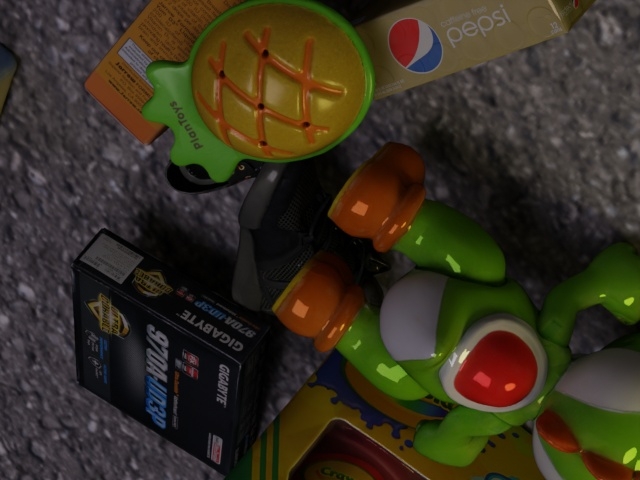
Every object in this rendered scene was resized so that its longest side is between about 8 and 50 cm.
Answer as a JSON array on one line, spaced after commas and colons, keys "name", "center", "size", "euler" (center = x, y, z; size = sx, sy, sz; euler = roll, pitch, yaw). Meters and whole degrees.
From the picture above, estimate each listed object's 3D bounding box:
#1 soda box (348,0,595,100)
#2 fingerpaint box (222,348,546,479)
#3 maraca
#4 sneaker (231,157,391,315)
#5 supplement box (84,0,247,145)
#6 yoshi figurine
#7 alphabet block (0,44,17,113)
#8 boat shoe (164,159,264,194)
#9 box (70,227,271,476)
[{"name": "soda box", "center": [0.104, -0.161, 1.382], "size": [0.181, 0.058, 0.061], "euler": [-16, 111, 41]}, {"name": "fingerpaint box", "center": [0.099, 0.326, 1.520], "size": [0.445, 0.371, 0.163], "euler": [38, 135, 6]}, {"name": "maraca", "center": [-0.046, -0.109, 1.404], "size": [0.186, 0.099, 0.127], "euler": [-23, 106, 27]}, {"name": "sneaker", "center": [0.000, 0.000, 1.536], "size": [0.130, 0.087, 0.227], "euler": [23, 146, 11]}, {"name": "supplement box", "center": [-0.089, -0.173, 1.490], "size": [0.080, 0.078, 0.233], "euler": [44, 135, -2]}, {"name": "yoshi figurine", "center": [0.159, 0.085, 1.443], "size": [0.362, 0.203, 0.203], "euler": [34, 152, 7]}, {"name": "alphabet block", "center": [-0.410, -0.102, 1.679], "size": [0.193, 0.192, 0.197], "euler": [36, 133, 9]}, {"name": "boat shoe", "center": [-0.071, -0.067, 1.581], "size": [0.133, 0.042, 0.049], "euler": [-14, 111, 38]}, {"name": "box", "center": [-0.135, 0.102, 1.699], "size": [0.175, 0.051, 0.220], "euler": [30, 150, 12]}]
